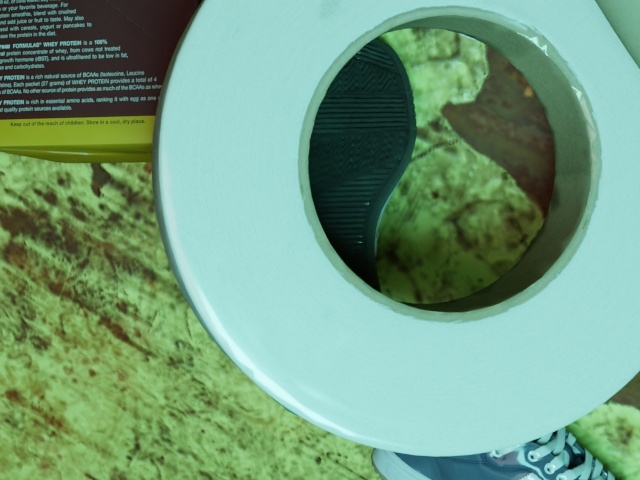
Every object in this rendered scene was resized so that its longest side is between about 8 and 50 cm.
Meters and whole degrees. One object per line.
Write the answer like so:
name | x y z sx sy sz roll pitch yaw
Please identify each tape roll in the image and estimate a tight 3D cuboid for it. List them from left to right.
tape roll | 0.079 -0.052 0.862 0.392 0.072 0.392 0 92 -11

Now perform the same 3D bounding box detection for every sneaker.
sneaker | 0.000 0.000 1.008 0.124 0.178 0.295 12 73 -11
sneaker | 0.185 0.173 1.004 0.282 0.099 0.153 25 118 16

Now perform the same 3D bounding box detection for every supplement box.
supplement box | -0.147 -0.161 0.969 0.191 0.129 0.194 1 88 22

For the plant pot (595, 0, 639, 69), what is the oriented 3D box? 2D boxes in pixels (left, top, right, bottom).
plant pot | 0.260 -0.182 0.753 0.256 0.256 0.274 -15 101 26

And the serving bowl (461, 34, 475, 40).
serving bowl | 0.125 -0.189 0.938 0.083 0.027 0.083 7 110 20
